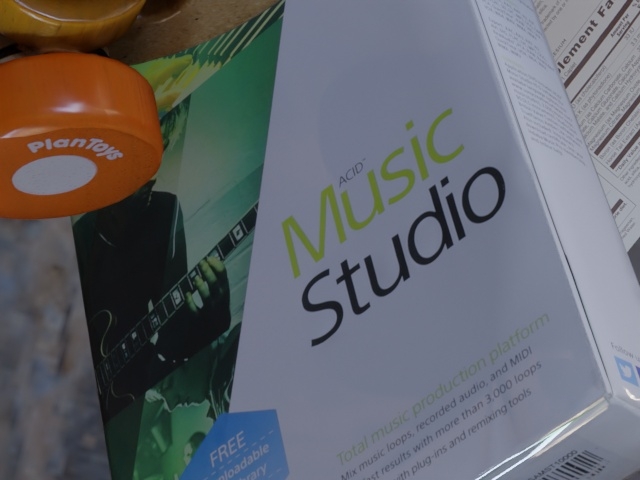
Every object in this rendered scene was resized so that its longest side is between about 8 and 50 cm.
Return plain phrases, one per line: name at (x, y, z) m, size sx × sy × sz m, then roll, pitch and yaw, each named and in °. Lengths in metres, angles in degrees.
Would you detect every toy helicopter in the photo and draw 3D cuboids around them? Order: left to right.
toy helicopter at (-0.128, -0.140, 0.638) m, size 0.235 × 0.355 × 0.140 m, roll -27°, pitch 62°, yaw 32°

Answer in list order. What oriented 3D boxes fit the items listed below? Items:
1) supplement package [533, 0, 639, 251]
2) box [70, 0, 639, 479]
supplement package at (0.064, -0.115, 1.136) m, size 0.198 × 0.263 × 0.199 m, roll -52°, pitch 35°, yaw 4°
box at (0.000, 0.000, 0.809) m, size 0.232 × 0.058 × 0.322 m, roll -38°, pitch 45°, yaw 26°
